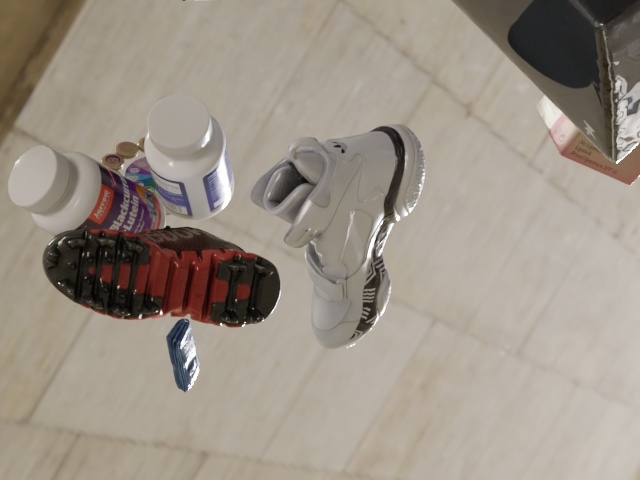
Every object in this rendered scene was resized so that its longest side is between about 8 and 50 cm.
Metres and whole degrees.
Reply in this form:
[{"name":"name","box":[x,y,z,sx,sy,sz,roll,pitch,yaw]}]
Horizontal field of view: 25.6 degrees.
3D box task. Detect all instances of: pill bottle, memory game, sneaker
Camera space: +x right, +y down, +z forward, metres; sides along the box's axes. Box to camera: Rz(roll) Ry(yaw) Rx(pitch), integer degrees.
[{"name":"pill bottle","box":[-0.291,-0.045,1.752,0.108,0.108,0.193,33,-178,40]},{"name":"memory game","box":[-0.250,-0.102,2.172,0.186,0.012,0.186,5,-138,-5]},{"name":"sneaker","box":[0.000,0.000,1.990,0.210,0.366,0.137,-2,-145,-32]},{"name":"pill bottle","box":[-0.181,-0.116,1.928,0.112,0.112,0.187,32,159,17]},{"name":"sneaker","box":[-0.188,0.034,1.597,0.276,0.098,0.135,8,-169,-27]}]

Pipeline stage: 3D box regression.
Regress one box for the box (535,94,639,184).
[{"name":"box","box":[0.451,-0.219,2.050,0.148,0.232,0.127,19,-146,-28]}]

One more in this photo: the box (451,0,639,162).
[{"name":"box","box":[0.355,-0.436,1.593,0.480,0.471,0.297,51,175,28]}]

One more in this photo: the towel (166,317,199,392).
[{"name":"towel","box":[-0.234,0.197,2.437,0.029,0.119,0.067,6,-143,20]}]
